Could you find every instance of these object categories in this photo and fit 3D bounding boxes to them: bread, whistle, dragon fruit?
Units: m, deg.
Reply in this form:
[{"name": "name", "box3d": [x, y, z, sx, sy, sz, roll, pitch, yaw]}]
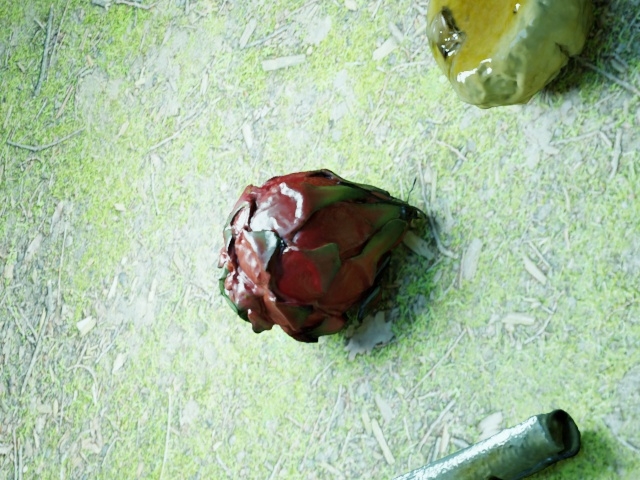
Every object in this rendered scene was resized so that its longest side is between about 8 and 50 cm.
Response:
[{"name": "bread", "box3d": [0.235, -0.268, 1.946, 0.244, 0.134, 0.244, -26, 54, 43]}, {"name": "whistle", "box3d": [0.157, 0.274, 1.838, 0.326, 0.057, 0.068, -31, 94, 37]}, {"name": "dragon fruit", "box3d": [0.000, 0.000, 2.058, 0.293, 0.234, 0.234, -29, 46, -3]}]
